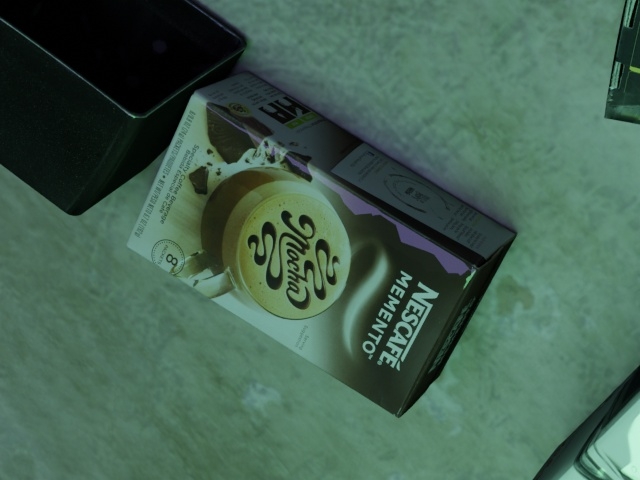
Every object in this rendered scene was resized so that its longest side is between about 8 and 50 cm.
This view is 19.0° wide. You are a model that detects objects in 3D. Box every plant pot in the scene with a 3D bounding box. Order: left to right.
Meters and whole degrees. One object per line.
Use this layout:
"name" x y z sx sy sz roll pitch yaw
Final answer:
"plant pot" -0.212 -0.136 1.728 0.187 0.188 0.167 36 127 10

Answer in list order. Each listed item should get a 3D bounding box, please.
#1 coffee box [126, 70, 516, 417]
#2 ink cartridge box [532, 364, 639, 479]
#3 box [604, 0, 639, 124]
"coffee box" 0.000 0.000 1.702 0.297 0.119 0.168 31 114 12
"ink cartridge box" 0.326 0.146 1.505 0.166 0.285 0.395 43 119 7
"box" 0.409 -0.137 1.341 0.395 0.318 0.097 12 73 9
